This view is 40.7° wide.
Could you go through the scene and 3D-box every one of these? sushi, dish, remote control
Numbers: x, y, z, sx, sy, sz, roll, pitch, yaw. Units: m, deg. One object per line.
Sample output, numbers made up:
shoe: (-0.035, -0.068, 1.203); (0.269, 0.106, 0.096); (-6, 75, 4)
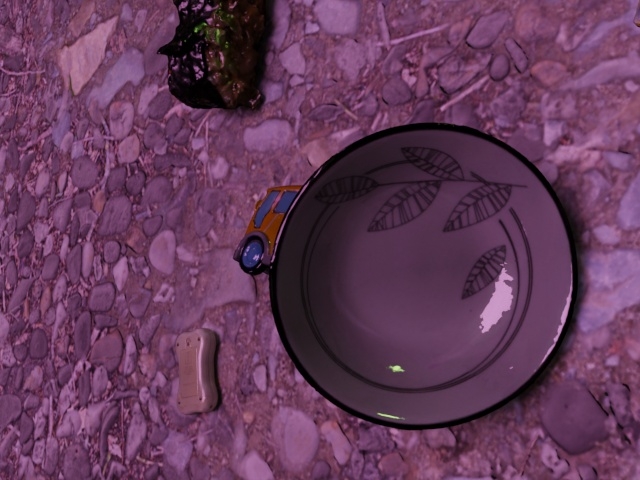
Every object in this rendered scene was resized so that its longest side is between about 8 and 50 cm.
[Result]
sushi: (-0.153, -0.301, 1.261); (0.114, 0.147, 0.213); (2, 78, 44)
dish: (0.102, 0.036, 0.911); (0.106, 0.316, 0.317); (-128, 54, -87)
remote control: (-0.179, 0.190, 1.251); (0.074, 0.032, 0.122); (-17, 69, 40)

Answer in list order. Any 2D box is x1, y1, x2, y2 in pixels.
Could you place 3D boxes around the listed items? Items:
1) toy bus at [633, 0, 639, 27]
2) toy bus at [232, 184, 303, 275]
toy bus: (0.369, -0.305, 0.823); (0.081, 0.074, 0.226); (16, 91, 43)
toy bus: (0.000, 0.000, 1.067); (0.209, 0.126, 0.136); (9, 78, 44)
